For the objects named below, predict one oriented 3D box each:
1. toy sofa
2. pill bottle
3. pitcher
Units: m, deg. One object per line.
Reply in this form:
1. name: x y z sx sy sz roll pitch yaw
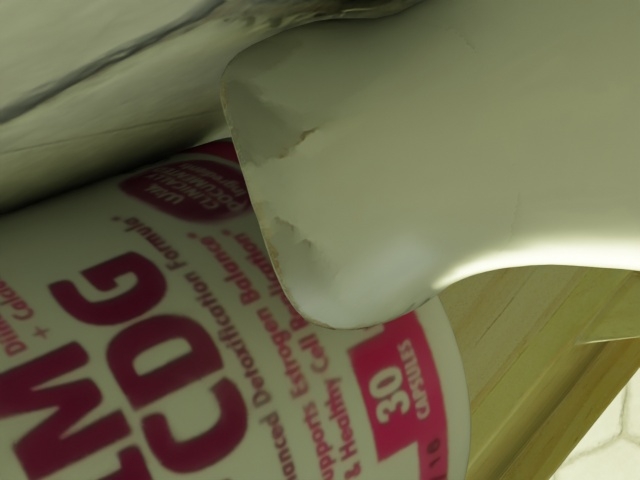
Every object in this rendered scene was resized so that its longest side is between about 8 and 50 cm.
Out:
1. toy sofa: 0.032 0.111 0.667 0.362 0.177 0.150 -53 162 9
2. pill bottle: -0.104 0.081 0.394 0.283 0.160 0.160 -24 176 -38
3. pitcher: 0.103 -0.051 0.371 0.207 0.125 0.178 -18 -175 26
